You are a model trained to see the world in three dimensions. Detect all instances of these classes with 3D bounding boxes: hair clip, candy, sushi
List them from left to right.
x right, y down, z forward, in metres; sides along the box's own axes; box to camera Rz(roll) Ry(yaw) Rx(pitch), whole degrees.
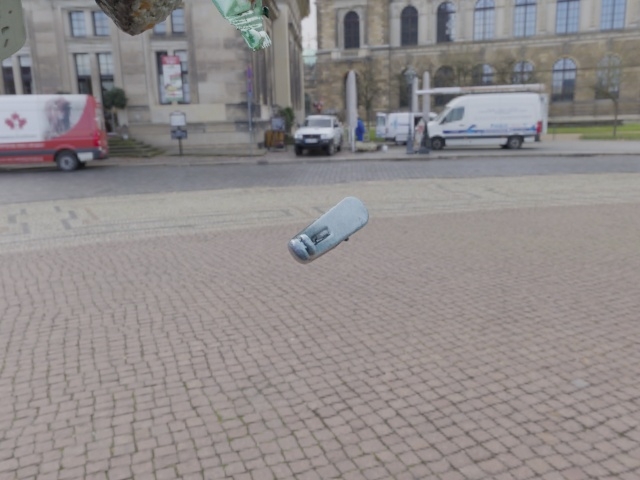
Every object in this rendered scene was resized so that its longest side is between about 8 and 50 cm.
[{"bbox_3d":[-0.276,-0.419,0.830,0.136,0.126,0.225,-42,6,-32],"label":"sushi"},{"bbox_3d":[-0.211,-0.568,1.115,0.171,0.398,0.263,-18,19,24],"label":"candy"},{"bbox_3d":[0.000,0.000,0.607,0.083,0.048,0.275,-32,3,15],"label":"hair clip"}]

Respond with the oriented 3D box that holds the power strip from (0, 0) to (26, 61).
[{"bbox_3d":[-0.660,-0.410,0.973,0.230,0.141,0.261,-55,3,-31],"label":"power strip"}]
